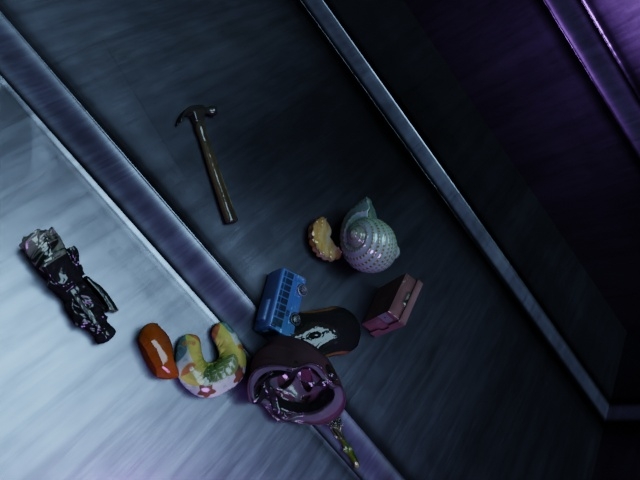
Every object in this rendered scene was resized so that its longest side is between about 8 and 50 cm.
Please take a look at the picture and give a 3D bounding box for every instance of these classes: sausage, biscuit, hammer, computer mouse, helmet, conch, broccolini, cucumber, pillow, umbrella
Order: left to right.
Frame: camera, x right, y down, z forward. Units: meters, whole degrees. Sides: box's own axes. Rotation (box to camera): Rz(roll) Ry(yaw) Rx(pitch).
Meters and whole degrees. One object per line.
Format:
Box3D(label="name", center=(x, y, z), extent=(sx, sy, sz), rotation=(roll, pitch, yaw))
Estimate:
Box3D(label="umbrella", center=(-0.675, 0.125, 1.432), extent=(0.113, 0.106, 0.358), rotation=(-38, 99, -43))
Box3D(label="cucumber", center=(-0.631, 0.154, 1.502), extent=(0.034, 0.033, 0.135), rotation=(-38, 99, -45))
Box3D(label="sausage", center=(-0.475, 0.329, 1.529), extent=(0.089, 0.089, 0.179), rotation=(-21, 83, -40))
Box3D(label="pillow", center=(-0.340, 0.375, 1.628), extent=(0.233, 0.086, 0.214), rotation=(-14, 73, -37))
Box3D(label="hammer", center=(-0.377, -0.270, 1.840), extent=(0.168, 0.044, 0.440), rotation=(-16, 85, -41))
Box3D(label="helmet", center=(-0.080, 0.441, 1.704), extent=(0.338, 0.271, 0.197), rotation=(32, 28, -26))
Box3D(label="biscuit", center=(0.000, 0.000, 2.028), extent=(0.118, 0.061, 0.183), rotation=(-13, 81, -38))
Box3D(label="computer mouse", center=(0.026, 0.334, 1.899), extent=(0.323, 0.116, 0.183), rotation=(-5, 74, -38))
Box3D(label="broccolini", center=(0.090, 0.710, 1.852), extent=(0.058, 0.067, 0.216), rotation=(-31, 96, -1))
Box3D(label="conch", center=(0.184, -0.001, 2.069), extent=(0.319, 0.215, 0.303), rotation=(57, 12, -59))

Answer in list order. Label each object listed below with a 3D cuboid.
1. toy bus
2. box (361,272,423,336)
Box3D(label="toy bus", center=(-0.141, 0.225, 1.806), extent=(0.133, 0.116, 0.234), rotation=(30, 57, -29))
Box3D(label="box", center=(0.280, 0.252, 2.059), extent=(0.086, 0.215, 0.215), rotation=(38, 56, -9))
